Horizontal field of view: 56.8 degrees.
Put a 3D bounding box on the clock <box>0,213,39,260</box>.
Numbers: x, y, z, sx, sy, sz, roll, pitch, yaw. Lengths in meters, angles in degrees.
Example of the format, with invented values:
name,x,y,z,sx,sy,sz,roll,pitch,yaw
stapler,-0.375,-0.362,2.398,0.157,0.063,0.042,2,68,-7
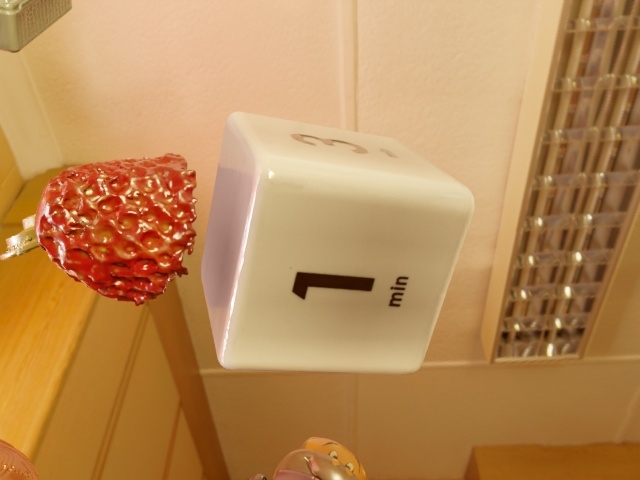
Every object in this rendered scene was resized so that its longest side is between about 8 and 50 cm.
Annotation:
name,x,y,z,sx,sy,sz,roll,pitch,yaw
clock,-0.428,-0.038,0.996,0.237,0.237,0.057,-20,-80,15

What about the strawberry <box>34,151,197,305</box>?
name,x,y,z,sx,sy,sz,roll,pitch,yaw
strawberry,-0.284,-0.033,0.794,0.178,0.234,0.234,18,-50,-38

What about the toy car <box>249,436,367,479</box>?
name,x,y,z,sx,sy,sz,roll,pitch,yaw
toy car,-0.039,0.585,1.253,0.271,0.240,0.340,34,-67,7

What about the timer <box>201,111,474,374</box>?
name,x,y,z,sx,sy,sz,roll,pitch,yaw
timer,0.000,0.000,0.575,0.195,0.192,0.194,5,-68,-19

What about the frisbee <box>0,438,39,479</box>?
name,x,y,z,sx,sy,sz,roll,pitch,yaw
frisbee,-0.544,0.381,0.973,0.192,0.192,0.035,37,-84,-28

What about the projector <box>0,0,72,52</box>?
name,x,y,z,sx,sy,sz,roll,pitch,yaw
projector,-0.604,-0.459,1.099,0.192,0.256,0.099,12,-51,-4
